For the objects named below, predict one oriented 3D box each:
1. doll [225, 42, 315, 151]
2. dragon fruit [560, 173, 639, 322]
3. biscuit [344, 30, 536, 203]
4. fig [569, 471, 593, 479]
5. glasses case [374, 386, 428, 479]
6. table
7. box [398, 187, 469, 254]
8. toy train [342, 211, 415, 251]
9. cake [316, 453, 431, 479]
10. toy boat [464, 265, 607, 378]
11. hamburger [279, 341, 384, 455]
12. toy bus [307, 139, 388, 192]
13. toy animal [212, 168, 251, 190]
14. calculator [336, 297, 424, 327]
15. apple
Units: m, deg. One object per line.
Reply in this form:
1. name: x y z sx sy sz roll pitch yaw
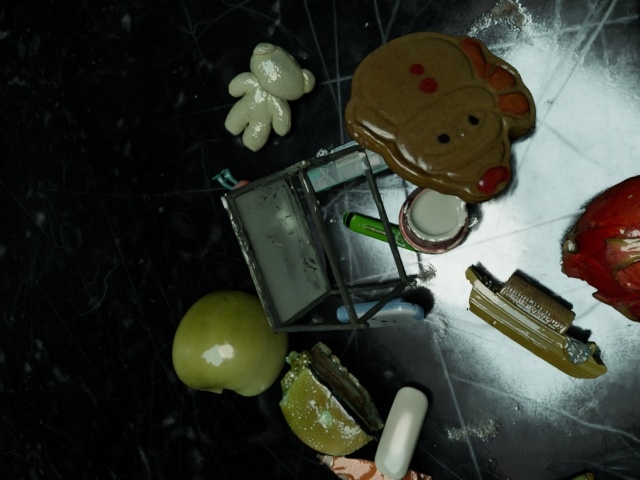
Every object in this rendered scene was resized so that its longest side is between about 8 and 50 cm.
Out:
1. doll: -0.149 -0.374 1.144 0.278 0.175 0.149 -48 34 31
2. dragon fruit: 0.578 0.010 0.690 0.342 0.277 0.277 23 104 34
3. biscuit: 0.243 -0.248 0.862 0.359 0.074 0.381 -30 74 -7
4. fig: 0.474 0.573 0.872 0.149 0.149 0.245 19 77 26
5. glasses case: 0.188 0.443 1.008 0.081 0.051 0.204 18 76 26
6. table: 0.000 0.000 0.948 0.272 0.222 0.335 -13 101 44
7. box: 0.237 -0.048 0.915 0.151 0.135 0.151 -1 84 13
8. toy train: 0.138 -0.025 1.043 0.209 0.042 0.044 19 101 25
9. cake: 0.116 0.586 1.054 0.287 0.098 0.135 5 77 31
10. toy boat: 0.423 0.152 0.877 0.310 0.089 0.115 35 106 22
11. hamburger: 0.005 0.396 1.069 0.288 0.167 0.192 46 113 19
12. toy bus: 0.078 -0.197 1.042 0.261 0.091 0.109 -17 96 29
13. toy animal: -0.216 -0.101 1.205 0.208 0.100 0.103 56 137 4
14. calculator: 0.136 0.173 1.017 0.210 0.121 0.039 -12 61 27
15. apple: -0.249 0.259 1.135 0.295 0.233 0.258 -11 60 37
